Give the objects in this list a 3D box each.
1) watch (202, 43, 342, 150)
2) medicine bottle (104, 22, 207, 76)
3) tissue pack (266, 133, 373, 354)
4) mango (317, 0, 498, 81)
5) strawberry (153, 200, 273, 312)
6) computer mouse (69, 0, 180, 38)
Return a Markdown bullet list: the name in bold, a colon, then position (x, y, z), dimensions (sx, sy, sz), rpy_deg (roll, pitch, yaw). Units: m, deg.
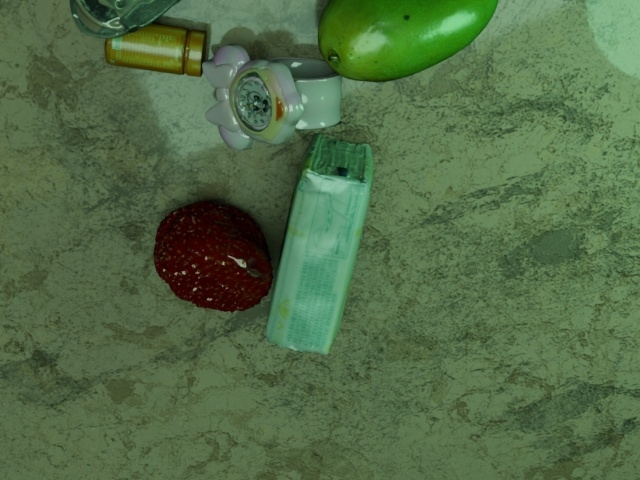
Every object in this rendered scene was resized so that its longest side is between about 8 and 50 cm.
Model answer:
- **watch**: position (-0.079, -0.288, 1.680), dimensions (0.248, 0.217, 0.211), rpy_deg (20, 119, 36)
- **medicine bottle**: position (-0.329, -0.388, 1.675), dimensions (0.191, 0.096, 0.096), rpy_deg (7, 114, -4)
- **tissue pack**: position (0.000, 0.000, 1.754), dimensions (0.162, 0.287, 0.388), rpy_deg (13, 112, 0)
- **mango**: position (0.170, -0.433, 1.609), dimensions (0.381, 0.225, 0.201), rpy_deg (-25, 128, -10)
- **strawberry**: position (-0.227, 0.047, 1.794), dimensions (0.261, 0.258, 0.261), rpy_deg (-4, 123, -6)
- **computer mouse**: position (-0.321, -0.537, 1.603), dimensions (0.199, 0.115, 0.389), rpy_deg (45, 86, -3)
